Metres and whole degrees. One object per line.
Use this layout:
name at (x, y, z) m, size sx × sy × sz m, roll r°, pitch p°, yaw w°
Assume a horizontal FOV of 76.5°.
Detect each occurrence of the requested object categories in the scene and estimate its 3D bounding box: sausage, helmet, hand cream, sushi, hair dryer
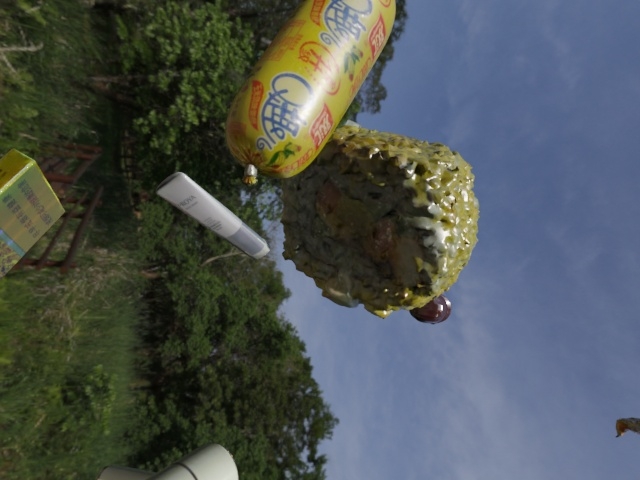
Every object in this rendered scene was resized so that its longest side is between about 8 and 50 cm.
sausage at (-0.008, -0.216, 0.515) m, size 0.347 × 0.123 × 0.123 m, roll -61°, pitch -159°, yaw -14°
helmet at (0.316, 0.197, 1.185) m, size 0.123 × 0.070 × 0.098 m, roll 2°, pitch -91°, yaw 22°
hand cream at (-0.204, -0.044, 0.812) m, size 0.079 × 0.255 × 0.048 m, roll -29°, pitch -138°, yaw 25°
sushi at (0.115, -0.040, 0.847) m, size 0.396 × 0.240 × 0.351 m, roll 22°, pitch -63°, yaw 30°
hair dryer at (-0.367, 0.518, 0.848) m, size 0.362 × 0.203 × 0.128 m, roll -13°, pitch -93°, yaw 31°

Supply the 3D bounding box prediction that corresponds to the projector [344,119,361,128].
projector at (0.084, -0.309, 1.364) m, size 0.115 × 0.061 × 0.147 m, roll 99°, pitch 16°, yaw -76°

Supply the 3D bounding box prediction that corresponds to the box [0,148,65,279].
box at (-0.365, 0.008, 0.431) m, size 0.193 × 0.030 × 0.121 m, roll -61°, pitch -177°, yaw -29°

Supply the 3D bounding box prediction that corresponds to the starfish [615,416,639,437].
starfish at (0.318, 0.176, 0.309) m, size 0.138 × 0.247 × 0.050 m, roll -9°, pitch -102°, yaw 30°
